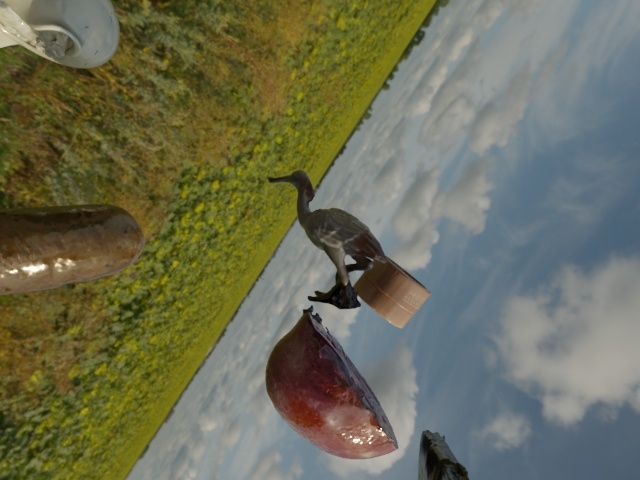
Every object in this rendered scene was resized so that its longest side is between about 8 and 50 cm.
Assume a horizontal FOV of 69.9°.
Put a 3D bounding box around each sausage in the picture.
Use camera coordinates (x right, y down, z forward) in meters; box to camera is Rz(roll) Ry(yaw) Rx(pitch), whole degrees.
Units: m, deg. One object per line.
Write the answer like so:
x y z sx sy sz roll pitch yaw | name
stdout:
-0.504 0.019 0.623 0.136 0.500 0.123 -137 -134 -54 | sausage

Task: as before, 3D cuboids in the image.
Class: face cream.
0.161 0.112 1.040 0.104 0.149 0.149 -52 -175 6 | face cream

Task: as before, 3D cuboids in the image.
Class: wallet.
0.166 0.372 0.626 0.309 0.042 0.165 64 26 -80 | wallet

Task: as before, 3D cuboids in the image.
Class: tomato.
0.006 0.312 0.896 0.176 0.290 0.335 -35 147 -4 | tomato

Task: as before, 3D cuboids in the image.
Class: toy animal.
0.011 -0.021 0.885 0.195 0.324 0.090 -28 171 35 | toy animal

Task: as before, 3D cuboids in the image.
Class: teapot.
-0.405 -0.321 0.644 0.208 0.299 0.166 26 71 -57 | teapot
